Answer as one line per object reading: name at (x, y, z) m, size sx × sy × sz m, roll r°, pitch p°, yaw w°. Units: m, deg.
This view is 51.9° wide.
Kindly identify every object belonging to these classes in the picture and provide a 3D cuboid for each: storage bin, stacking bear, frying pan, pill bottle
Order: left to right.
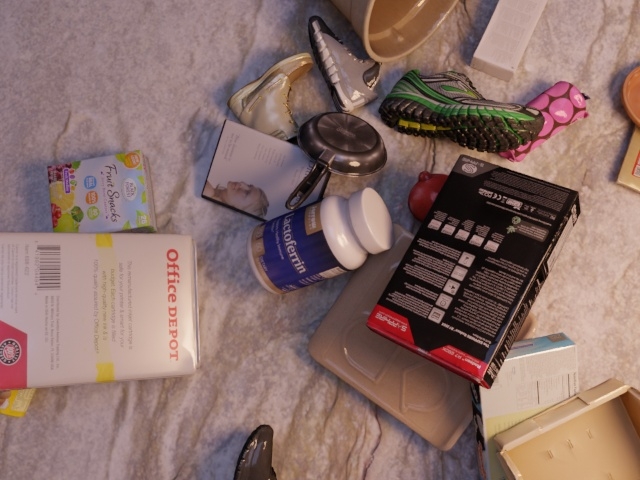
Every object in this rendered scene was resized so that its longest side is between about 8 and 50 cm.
pill bottle at (0.000, 0.000, 1.292) m, size 0.265 × 0.153 × 0.153 m, roll -21°, pitch 78°, yaw 26°
frying pan at (0.003, -0.186, 1.342) m, size 0.326 × 0.053 × 0.197 m, roll -25°, pitch 59°, yaw -37°
stacking bear at (0.305, -0.030, 1.330) m, size 0.289 × 0.175 × 0.164 m, roll 39°, pitch 58°, yaw 20°
storage bin at (0.477, 0.415, 1.141) m, size 0.262 × 0.123 × 0.260 m, roll -27°, pitch 96°, yaw 0°

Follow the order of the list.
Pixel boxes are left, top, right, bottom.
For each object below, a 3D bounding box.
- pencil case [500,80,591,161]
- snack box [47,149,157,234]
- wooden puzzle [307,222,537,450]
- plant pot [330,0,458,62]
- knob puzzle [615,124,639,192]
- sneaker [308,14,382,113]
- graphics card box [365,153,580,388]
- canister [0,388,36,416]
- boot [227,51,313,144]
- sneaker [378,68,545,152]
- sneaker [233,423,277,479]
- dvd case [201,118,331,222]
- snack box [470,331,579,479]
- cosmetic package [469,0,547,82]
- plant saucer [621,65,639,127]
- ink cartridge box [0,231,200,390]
pencil case at (0.462, -0.248, 1.397) m, size 0.209 × 0.095 × 0.098 m, roll -35°, pitch 95°, yaw -2°
snack box at (-0.469, -0.089, 1.420) m, size 0.207 × 0.070 × 0.174 m, roll -11°, pitch 78°, yaw -1°
wooden puzzle at (0.194, 0.185, 1.304) m, size 0.348 × 0.080 × 0.322 m, roll 35°, pitch 98°, yaw 14°
plant pot at (0.109, -0.603, 1.386) m, size 0.334 × 0.334 × 0.305 m, roll -43°, pitch 69°, yaw -5°
knob puzzle at (0.739, -0.158, 1.392) m, size 0.213 × 0.030 × 0.213 m, roll 0°, pitch 75°, yaw -1°
sneaker at (0.064, -0.401, 1.454) m, size 0.132 × 0.086 × 0.228 m, roll -21°, pitch 89°, yaw -6°
graphics card box at (0.272, 0.046, 1.167) m, size 0.233 × 0.094 × 0.370 m, roll 23°, pitch 79°, yaw 31°
canister at (-0.605, 0.257, 1.336) m, size 0.073 × 0.126 × 0.169 m, roll 25°, pitch 82°, yaw -34°
boot at (-0.075, -0.294, 1.436) m, size 0.213 × 0.077 × 0.165 m, roll -34°, pitch 79°, yaw 2°
sneaker at (0.291, -0.283, 1.348) m, size 0.344 × 0.134 × 0.146 m, roll 20°, pitch 76°, yaw 30°
sneaker at (-0.113, 0.504, 1.284) m, size 0.130 × 0.109 × 0.286 m, roll 10°, pitch 89°, yaw -2°
dvd case at (-0.114, -0.131, 1.402) m, size 0.253 × 0.022 × 0.180 m, roll 21°, pitch 103°, yaw 6°
snack box at (0.382, 0.341, 1.222) m, size 0.187 × 0.060 × 0.321 m, roll -10°, pitch 108°, yaw -5°
cosmetic package at (0.424, -0.478, 1.454) m, size 0.099 × 0.060 × 0.238 m, roll 25°, pitch 82°, yaw 9°
plant saucer at (0.734, -0.290, 1.396) m, size 0.200 × 0.037 × 0.199 m, roll 1°, pitch 66°, yaw -2°
ink cartridge box at (-0.441, 0.134, 1.258) m, size 0.385 × 0.160 × 0.279 m, roll 1°, pitch 78°, yaw -24°
